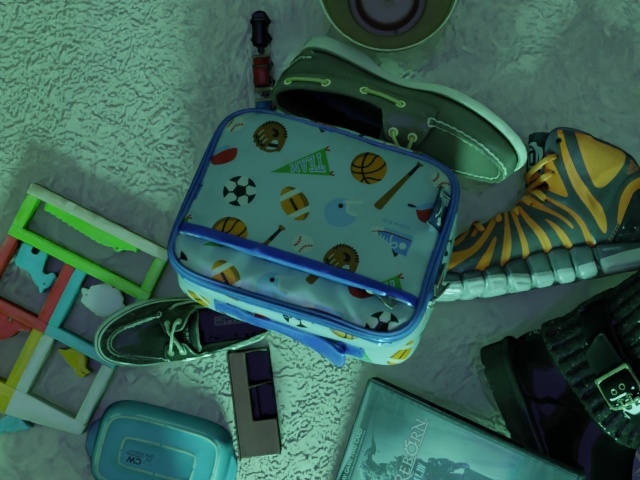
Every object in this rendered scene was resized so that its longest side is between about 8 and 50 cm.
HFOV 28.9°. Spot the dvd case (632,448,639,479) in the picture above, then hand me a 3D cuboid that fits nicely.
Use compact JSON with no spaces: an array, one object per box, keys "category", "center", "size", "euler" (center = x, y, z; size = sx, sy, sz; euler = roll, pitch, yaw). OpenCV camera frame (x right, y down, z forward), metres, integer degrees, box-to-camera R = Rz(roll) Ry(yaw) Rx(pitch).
[{"category":"dvd case","center":[0.433,0.254,1.477],"size":[0.164,0.018,0.221],"euler":[2,89,2]}]

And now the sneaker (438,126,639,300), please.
[{"category":"sneaker","center":[0.231,-0.031,1.450],"size":[0.321,0.124,0.180],"euler":[-9,85,-9]}]

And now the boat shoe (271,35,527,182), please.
[{"category":"boat shoe","center":[0.086,-0.133,1.417],"size":[0.305,0.109,0.091],"euler":[27,60,21]}]

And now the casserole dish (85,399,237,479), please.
[{"category":"casserole dish","center":[-0.194,0.261,1.493],"size":[0.188,0.037,0.114],"euler":[14,89,3]}]

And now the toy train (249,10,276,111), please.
[{"category":"toy train","center":[-0.069,-0.199,1.494],"size":[0.027,0.036,0.158],"euler":[-4,89,2]}]

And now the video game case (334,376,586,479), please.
[{"category":"video game case","center":[0.144,0.298,1.415],"size":[0.274,0.026,0.196],"euler":[22,100,27]}]

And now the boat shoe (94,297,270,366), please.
[{"category":"boat shoe","center":[-0.158,0.102,1.458],"size":[0.219,0.070,0.078],"euler":[-12,97,-7]}]

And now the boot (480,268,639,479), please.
[{"category":"boot","center":[0.359,0.216,1.391],"size":[0.260,0.131,0.348],"euler":[-25,88,18]}]

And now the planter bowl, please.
[{"category":"planter bowl","center":[0.078,-0.293,1.453],"size":[0.162,0.109,0.162],"euler":[0,89,2]}]

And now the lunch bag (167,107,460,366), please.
[{"category":"lunch bag","center":[0.000,0.000,1.344],"size":[0.303,0.115,0.243],"euler":[18,65,10]}]

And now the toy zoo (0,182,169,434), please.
[{"category":"toy zoo","center":[-0.327,0.102,1.502],"size":[0.192,0.030,0.293],"euler":[27,90,2]}]

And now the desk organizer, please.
[{"category":"desk organizer","center":[-0.079,0.193,1.484],"size":[0.050,0.047,0.130],"euler":[-7,89,0]}]
